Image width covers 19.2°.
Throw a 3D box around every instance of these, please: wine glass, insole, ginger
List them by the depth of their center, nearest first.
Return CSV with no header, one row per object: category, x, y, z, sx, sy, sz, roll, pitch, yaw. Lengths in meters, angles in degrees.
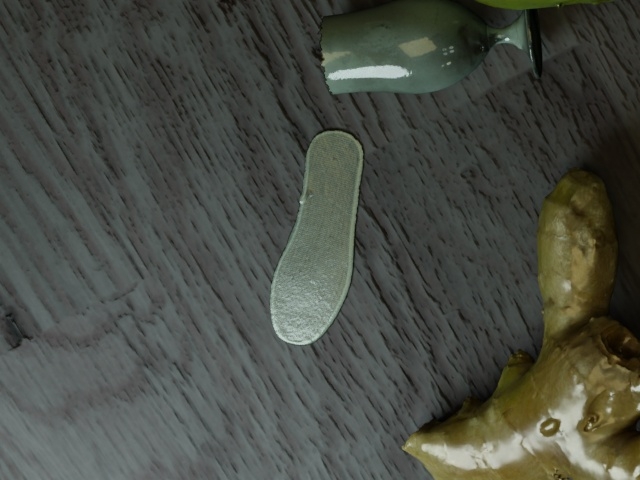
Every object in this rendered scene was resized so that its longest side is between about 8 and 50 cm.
ginger,0.256,0.170,1.780,0.363,0.122,0.348,49,127,32
wine glass,0.103,-0.185,1.783,0.202,0.093,0.093,-7,103,13
insole,0.000,0.000,1.901,0.080,0.003,0.232,15,107,8

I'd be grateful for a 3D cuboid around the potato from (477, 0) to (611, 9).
potato,0.225,-0.295,1.682,0.253,0.186,0.148,-28,138,3
